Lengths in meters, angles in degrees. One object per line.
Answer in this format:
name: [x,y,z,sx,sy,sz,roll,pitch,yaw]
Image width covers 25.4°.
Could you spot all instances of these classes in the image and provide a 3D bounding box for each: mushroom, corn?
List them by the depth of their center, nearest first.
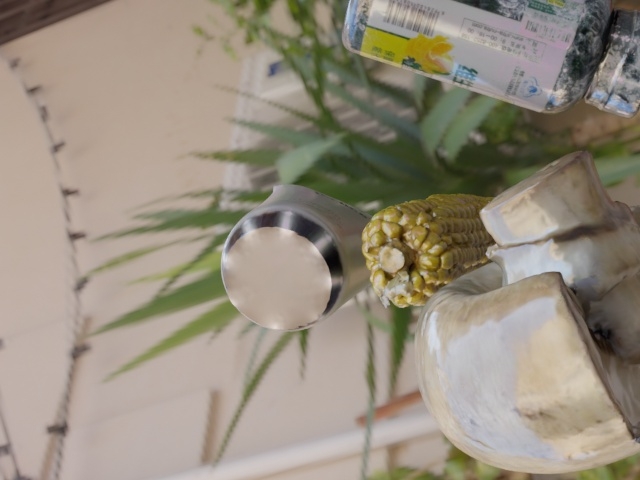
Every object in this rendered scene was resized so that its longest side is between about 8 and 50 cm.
mushroom: [0.153,0.057,0.992,0.195,0.189,0.253,64,-150,-2]
corn: [0.135,0.004,1.350,0.291,0.101,0.101,-7,-102,-57]

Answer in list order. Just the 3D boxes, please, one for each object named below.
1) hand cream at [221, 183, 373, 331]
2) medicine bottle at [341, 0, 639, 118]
hand cream: [0.000,0.000,1.446,0.358,0.185,0.118,-41,-28,-75]
medicine bottle: [0.177,-0.207,1.361,0.141,0.293,0.141,17,-90,-88]
